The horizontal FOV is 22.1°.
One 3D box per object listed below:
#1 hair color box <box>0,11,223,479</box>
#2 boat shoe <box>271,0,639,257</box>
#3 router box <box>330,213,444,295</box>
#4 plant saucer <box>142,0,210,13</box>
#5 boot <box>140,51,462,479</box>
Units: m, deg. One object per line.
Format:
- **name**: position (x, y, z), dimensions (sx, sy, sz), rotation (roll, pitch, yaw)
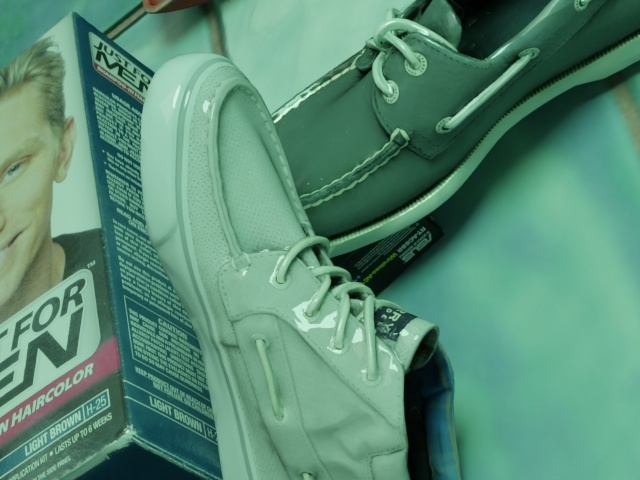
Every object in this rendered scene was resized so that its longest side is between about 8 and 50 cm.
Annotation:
- **hair color box**: position (-0.162, 0.041, 1.004), dimensions (0.174, 0.105, 0.347), rotation (-35, 44, 21)
- **boat shoe**: position (0.064, -0.103, 0.853), dimensions (0.319, 0.099, 0.116), rotation (-31, 47, 8)
- **router box**: position (0.000, 0.000, 0.927), dimensions (0.122, 0.038, 0.092), rotation (-43, 43, 13)
- **plant saucer**: position (-0.028, -0.300, 1.151), dimensions (0.259, 0.048, 0.258), rotation (-35, 45, 22)
- **boot**: position (0.003, 0.031, 0.787), dimensions (0.123, 0.258, 0.095), rotation (-1, 22, 35)
